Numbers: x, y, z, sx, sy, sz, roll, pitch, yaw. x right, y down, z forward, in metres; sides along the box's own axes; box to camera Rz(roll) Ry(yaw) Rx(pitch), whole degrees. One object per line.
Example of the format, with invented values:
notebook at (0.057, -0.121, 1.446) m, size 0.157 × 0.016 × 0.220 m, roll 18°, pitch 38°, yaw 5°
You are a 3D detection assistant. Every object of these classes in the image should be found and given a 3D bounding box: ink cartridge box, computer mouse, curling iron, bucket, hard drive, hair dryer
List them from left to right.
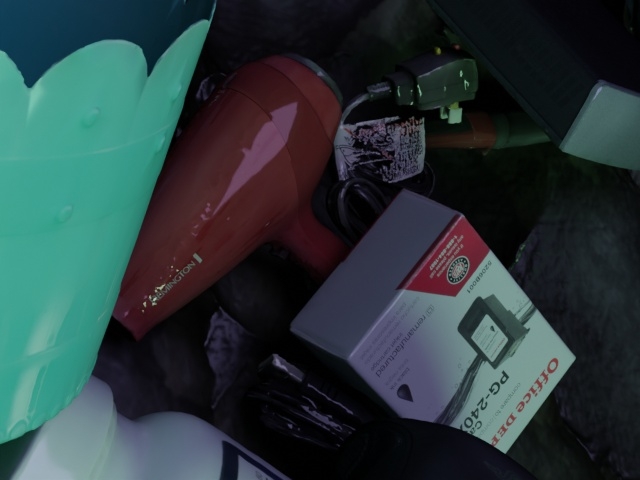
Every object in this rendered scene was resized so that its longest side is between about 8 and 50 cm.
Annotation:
bucket at (-0.196, -0.048, 0.625) m, size 0.281 × 0.183 × 0.281 m, roll 14°, pitch 23°, yaw -6°
hair dryer at (0.000, 0.000, 0.878) m, size 0.294 × 0.080 × 0.223 m, roll -10°, pitch 93°, yaw -29°
ink cartridge box at (0.070, 0.061, 0.880) m, size 0.109 × 0.063 × 0.150 m, roll -51°, pitch 127°, yaw -11°
computer mouse at (0.062, 0.128, 0.761) m, size 0.188 × 0.272 × 0.072 m, roll 38°, pitch 88°, yaw -9°
curling iron at (0.113, -0.064, 1.039) m, size 0.274 × 0.035 × 0.068 m, roll -16°, pitch 87°, yaw -40°
hard drive at (0.175, -0.123, 1.015) m, size 0.172 × 0.054 × 0.255 m, roll 52°, pitch 23°, yaw 20°

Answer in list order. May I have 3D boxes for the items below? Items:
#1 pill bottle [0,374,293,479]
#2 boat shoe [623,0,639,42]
pill bottle at (-0.059, 0.177, 0.724) m, size 0.265 × 0.153 × 0.153 m, roll 38°, pitch 52°, yaw -19°
boat shoe at (0.325, -0.260, 1.194) m, size 0.158 × 0.127 × 0.340 m, roll 63°, pitch 40°, yaw -41°
